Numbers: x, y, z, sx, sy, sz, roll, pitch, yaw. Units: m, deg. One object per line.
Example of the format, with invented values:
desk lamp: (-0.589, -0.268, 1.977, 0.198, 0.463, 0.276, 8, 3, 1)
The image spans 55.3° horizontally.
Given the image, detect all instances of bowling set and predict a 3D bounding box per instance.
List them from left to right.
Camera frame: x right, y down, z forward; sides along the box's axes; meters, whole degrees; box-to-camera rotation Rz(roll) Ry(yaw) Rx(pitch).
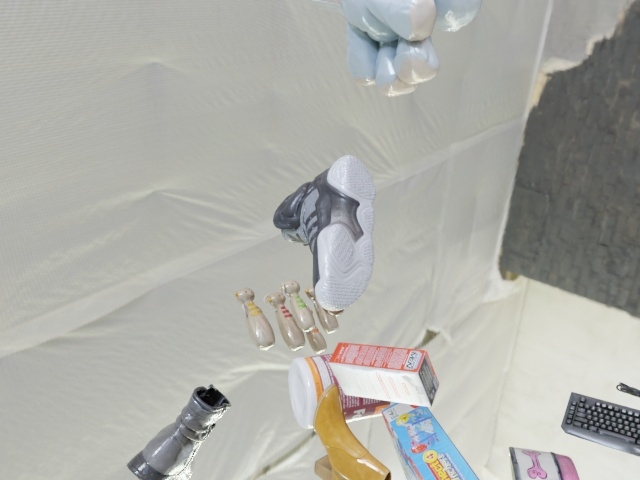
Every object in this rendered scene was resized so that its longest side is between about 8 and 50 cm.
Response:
bowling set: (-0.033, 0.148, 1.408, 0.200, 0.154, 0.287, -37, -28, 18)

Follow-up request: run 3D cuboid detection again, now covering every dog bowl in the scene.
dog bowl: (0.569, 0.711, 1.493, 0.408, 0.150, 0.408, -10, -90, -77)

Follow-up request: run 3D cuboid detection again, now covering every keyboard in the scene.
keyboard: (0.719, 0.395, 1.353, 0.201, 0.317, 0.033, -47, -42, -43)

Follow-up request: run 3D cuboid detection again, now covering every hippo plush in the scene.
hippo plush: (0.162, -0.427, 1.148, 0.236, 0.294, 0.234, -36, -27, -25)

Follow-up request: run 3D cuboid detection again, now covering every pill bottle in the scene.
pill bottle: (0.111, 0.469, 1.984, 0.392, 0.224, 0.224, -4, -65, -19)

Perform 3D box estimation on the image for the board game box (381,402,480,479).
board game box: (0.248, 0.506, 1.170, 0.086, 0.302, 0.308, -24, -62, -7)

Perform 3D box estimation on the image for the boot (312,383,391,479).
boot: (0.087, 0.522, 1.530, 0.104, 0.211, 0.295, -17, -63, -48)

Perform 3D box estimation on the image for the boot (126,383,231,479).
boot: (-0.281, 0.431, 1.361, 0.223, 0.118, 0.338, -49, -5, -11)

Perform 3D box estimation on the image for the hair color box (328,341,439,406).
hair color box: (0.109, 0.228, 1.048, 0.053, 0.167, 0.093, -58, -44, -39)

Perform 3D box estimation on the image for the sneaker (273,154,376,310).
sneaker: (0.000, 0.000, 0.949, 0.101, 0.153, 0.269, 37, -132, -35)
